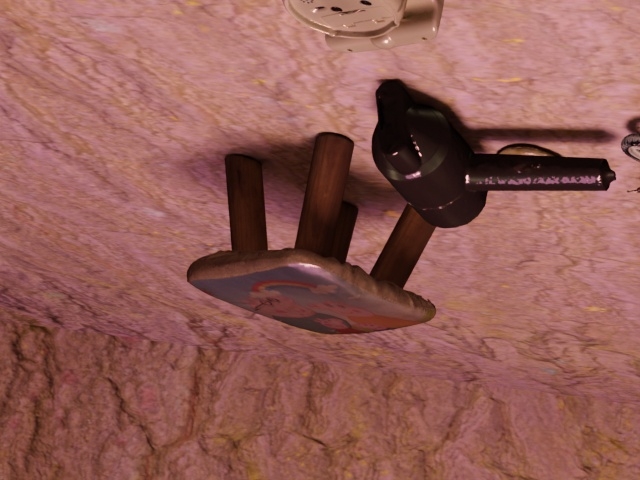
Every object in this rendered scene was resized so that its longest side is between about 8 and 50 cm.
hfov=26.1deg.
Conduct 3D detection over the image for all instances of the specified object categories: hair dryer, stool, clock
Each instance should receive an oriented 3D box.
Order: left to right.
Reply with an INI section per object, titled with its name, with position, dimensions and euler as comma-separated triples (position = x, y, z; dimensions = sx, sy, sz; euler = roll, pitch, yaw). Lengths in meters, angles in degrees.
[stool]
position = 0.000, 0.000, 2.085
dimensions = 0.310, 0.226, 0.310
euler = 23, 159, -37
[clock]
position = 0.026, -0.266, 1.450
dimensions = 0.151, 0.062, 0.191
euler = -2, 158, 39
[hair dryer]
position = 0.220, -0.108, 1.770
dimensions = 0.302, 0.116, 0.244
euler = 1, 161, 25

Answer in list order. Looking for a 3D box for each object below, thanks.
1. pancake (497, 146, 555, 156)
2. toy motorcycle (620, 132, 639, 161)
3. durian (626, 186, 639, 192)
[pancake]
position = 0.293, -0.105, 1.897
dimensions = 0.108, 0.017, 0.108
euler = 14, 167, 3
[toy motorcycle]
position = 0.508, -0.085, 1.636
dimensions = 0.315, 0.113, 0.169
euler = 18, 169, 19
[durian]
position = 0.533, -0.034, 1.842
dimensions = 0.137, 0.095, 0.221
euler = 26, 164, -40
